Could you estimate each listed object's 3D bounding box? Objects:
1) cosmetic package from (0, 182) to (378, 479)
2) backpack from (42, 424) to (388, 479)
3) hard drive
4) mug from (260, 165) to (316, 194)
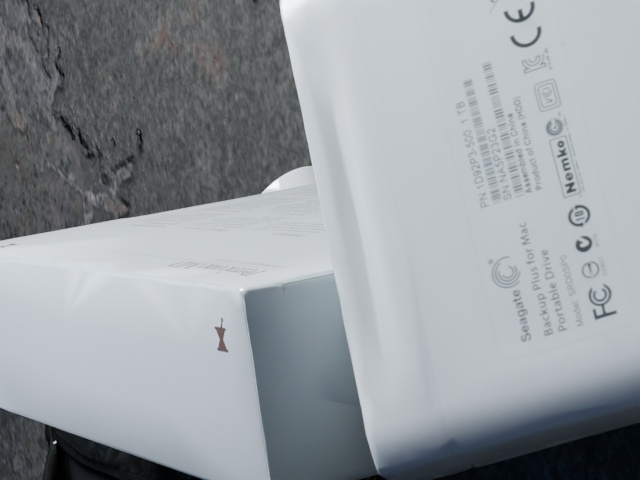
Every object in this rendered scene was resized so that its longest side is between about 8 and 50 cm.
[{"bbox_3d":[0.009,0.029,0.941,0.377,0.284,0.097,4,102,62],"label":"cosmetic package"},{"bbox_3d":[-0.069,0.169,1.214,0.263,0.213,0.276,28,117,47],"label":"backpack"},{"bbox_3d":[0.147,-0.049,0.674,0.040,0.308,0.203,38,-143,-63],"label":"hard drive"},{"bbox_3d":[0.001,-0.003,1.205,0.062,0.078,0.064,-49,58,16],"label":"mug"}]
